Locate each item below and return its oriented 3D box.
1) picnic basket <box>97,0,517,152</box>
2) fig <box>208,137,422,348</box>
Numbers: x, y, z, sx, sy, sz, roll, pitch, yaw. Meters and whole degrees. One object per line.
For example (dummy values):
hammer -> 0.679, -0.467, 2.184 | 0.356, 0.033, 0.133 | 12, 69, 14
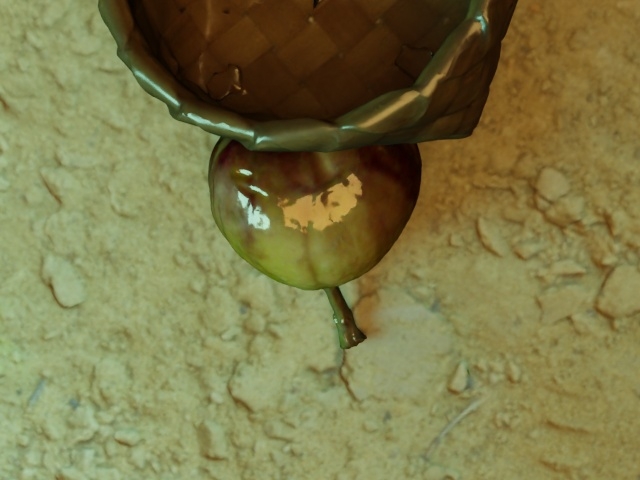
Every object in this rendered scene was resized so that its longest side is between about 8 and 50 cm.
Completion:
picnic basket -> -0.016, -0.221, 0.572 | 0.293, 0.337, 0.337 | 6, 106, 17
fig -> 0.000, -0.001, 0.775 | 0.160, 0.143, 0.230 | -4, 105, 1
